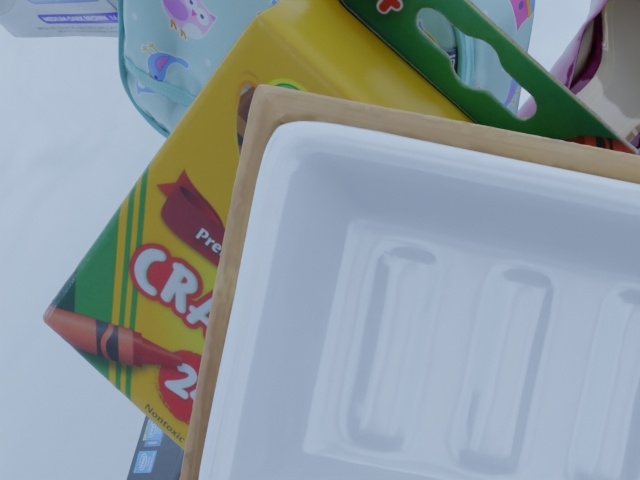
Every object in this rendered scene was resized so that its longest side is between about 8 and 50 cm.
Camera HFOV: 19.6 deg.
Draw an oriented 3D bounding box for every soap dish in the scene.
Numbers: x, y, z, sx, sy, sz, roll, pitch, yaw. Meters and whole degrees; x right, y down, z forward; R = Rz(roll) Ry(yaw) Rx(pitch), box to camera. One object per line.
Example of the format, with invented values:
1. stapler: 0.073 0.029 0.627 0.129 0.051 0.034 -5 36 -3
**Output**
1. soap dish: 0.091 0.064 0.884 0.118 0.291 0.229 -75 176 -85

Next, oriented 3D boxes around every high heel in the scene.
1. high heel: 0.248 -0.135 1.366 0.377 0.127 0.181 -53 -174 -16

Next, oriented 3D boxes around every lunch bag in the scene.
1. lunch bag: -0.001 -0.127 1.192 0.108 0.279 0.224 -43 150 -42

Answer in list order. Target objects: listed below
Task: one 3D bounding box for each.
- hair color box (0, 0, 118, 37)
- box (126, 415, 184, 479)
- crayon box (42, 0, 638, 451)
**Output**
1. hair color box: -0.280 -0.306 1.537 0.339 0.185 0.110 47 60 -41
2. box: -0.046 0.204 1.735 0.318 0.097 0.395 -8 -121 49
3. crayon box: 0.000 0.000 1.040 0.318 0.202 0.081 -52 174 35
